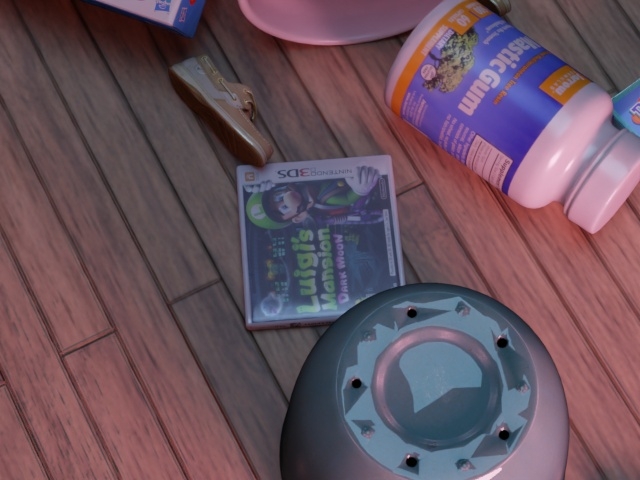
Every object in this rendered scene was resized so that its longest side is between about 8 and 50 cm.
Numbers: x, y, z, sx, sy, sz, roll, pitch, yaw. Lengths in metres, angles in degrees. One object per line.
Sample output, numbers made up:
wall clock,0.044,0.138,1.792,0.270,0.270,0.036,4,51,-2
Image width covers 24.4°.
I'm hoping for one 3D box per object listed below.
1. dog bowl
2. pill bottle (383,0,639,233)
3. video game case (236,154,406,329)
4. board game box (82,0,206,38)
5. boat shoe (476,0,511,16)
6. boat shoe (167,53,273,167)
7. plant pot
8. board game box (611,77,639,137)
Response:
dog bowl,0.035,-0.321,1.601,0.265,0.265,0.104,-7,69,-3
pill bottle,0.215,-0.131,1.581,0.272,0.152,0.152,37,72,16
video game case,0.000,0.000,1.596,0.173,0.022,0.190,-4,67,-1
board game box,-0.238,-0.417,1.627,0.308,0.086,0.302,20,92,9
boat shoe,0.160,-0.293,1.710,0.135,0.050,0.045,38,75,26
boat shoe,-0.100,-0.151,1.636,0.059,0.063,0.170,-36,64,-16
plant pot,0.102,0.173,1.406,0.293,0.235,0.293,0,67,1
board game box,0.436,-0.111,1.613,0.160,0.047,0.210,-35,71,-1
